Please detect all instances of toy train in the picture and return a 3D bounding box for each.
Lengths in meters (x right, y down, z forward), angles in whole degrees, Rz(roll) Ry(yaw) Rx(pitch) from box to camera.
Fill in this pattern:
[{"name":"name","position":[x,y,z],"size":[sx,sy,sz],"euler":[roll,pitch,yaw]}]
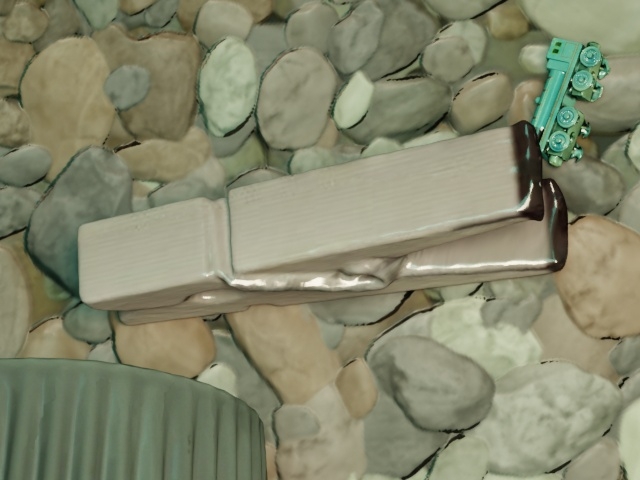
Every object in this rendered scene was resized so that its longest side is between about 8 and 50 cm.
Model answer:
[{"name":"toy train","position":[0.167,-0.096,1.313],"size":[0.045,0.029,0.092],"euler":[16,79,30]}]

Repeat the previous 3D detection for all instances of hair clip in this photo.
[{"name":"hair clip","position":[-0.001,-0.004,1.304],"size":[0.330,0.101,0.085],"euler":[-9,74,18]}]

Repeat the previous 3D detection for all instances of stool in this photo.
[{"name":"stool","position":[-0.163,0.262,1.165],"size":[0.297,0.297,0.330],"euler":[-5,68,17]}]
